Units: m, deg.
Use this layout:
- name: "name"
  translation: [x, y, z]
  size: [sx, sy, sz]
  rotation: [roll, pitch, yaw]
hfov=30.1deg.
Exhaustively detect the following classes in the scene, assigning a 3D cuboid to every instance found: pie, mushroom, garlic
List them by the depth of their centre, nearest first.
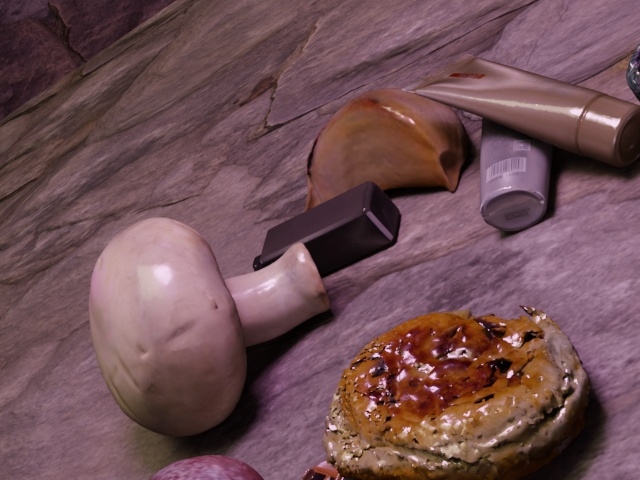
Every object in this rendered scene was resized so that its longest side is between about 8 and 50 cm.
- name: "pie"
  translation: [0.156, 0.165, 1.297]
  size: [0.308, 0.085, 0.308]
  rotation: [-16, 27, 9]
- name: "mushroom"
  translation: [-0.191, 0.113, 1.688]
  size: [0.356, 0.315, 0.315]
  rotation: [-25, 32, 30]
- name: "garlic"
  translation: [0.070, -0.131, 1.854]
  size: [0.338, 0.151, 0.196]
  rotation: [-18, 60, 36]

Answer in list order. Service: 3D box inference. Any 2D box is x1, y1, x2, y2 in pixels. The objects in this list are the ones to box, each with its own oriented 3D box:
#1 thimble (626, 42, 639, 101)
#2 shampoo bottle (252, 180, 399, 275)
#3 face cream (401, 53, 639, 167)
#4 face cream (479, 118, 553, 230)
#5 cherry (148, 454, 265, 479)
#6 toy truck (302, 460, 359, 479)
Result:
- name: "thimble"
  translation: [0.458, -0.219, 1.508]
  size: [0.135, 0.090, 0.118]
  rotation: [-42, 25, 7]
- name: "shampoo bottle"
  translation: [0.000, 0.000, 1.815]
  size: [0.246, 0.080, 0.079]
  rotation: [-26, 32, 31]
- name: "face cream"
  translation: [0.277, -0.184, 1.597]
  size: [0.137, 0.084, 0.341]
  rotation: [-32, 40, -30]
- name: "face cream"
  translation: [0.271, -0.129, 1.644]
  size: [0.107, 0.073, 0.269]
  rotation: [-11, 39, 20]
- name: "cherry"
  translation: [-0.138, 0.363, 1.329]
  size: [0.236, 0.213, 0.285]
  rotation: [-44, 23, 27]
- name: "toy truck"
  translation: [0.050, 0.304, 1.320]
  size: [0.192, 0.083, 0.092]
  rotation: [2, 51, 52]
